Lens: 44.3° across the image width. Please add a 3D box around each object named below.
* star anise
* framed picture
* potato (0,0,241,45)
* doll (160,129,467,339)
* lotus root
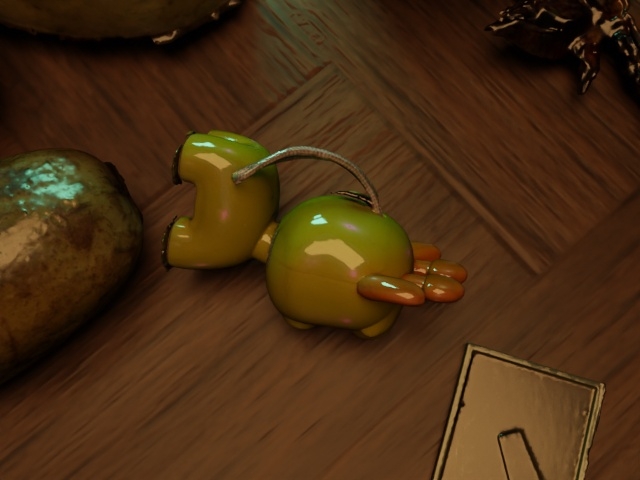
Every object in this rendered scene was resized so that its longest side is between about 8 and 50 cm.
[{"bbox_3d":[0.212,-0.195,0.661,0.157,0.053,0.212,1,76,0],"label":"star anise"},{"bbox_3d":[0.143,0.161,0.582,0.109,0.011,0.149,17,75,6],"label":"framed picture"},{"bbox_3d":[-0.195,-0.292,0.615,0.285,0.242,0.242,24,76,10],"label":"potato"},{"bbox_3d":[0.000,0.000,0.576,0.221,0.143,0.135,17,103,11],"label":"doll"},{"bbox_3d":[-0.248,0.030,0.560,0.260,0.128,0.145,-33,77,-17],"label":"lotus root"}]
